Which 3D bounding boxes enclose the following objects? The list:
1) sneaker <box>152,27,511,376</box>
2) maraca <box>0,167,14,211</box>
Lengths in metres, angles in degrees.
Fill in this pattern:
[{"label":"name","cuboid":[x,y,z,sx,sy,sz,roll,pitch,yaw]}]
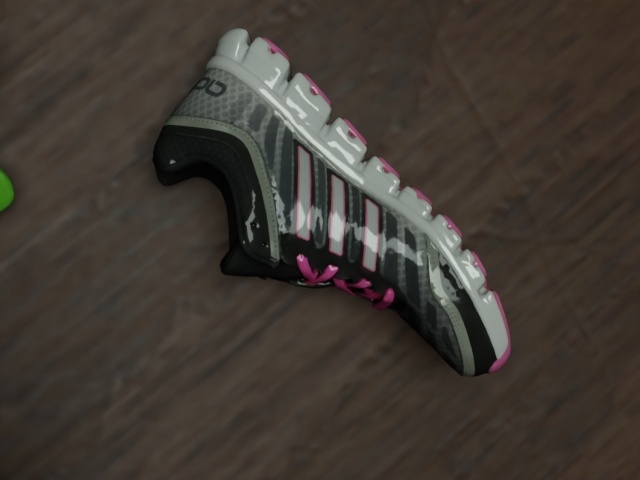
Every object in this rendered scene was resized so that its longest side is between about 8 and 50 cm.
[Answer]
[{"label":"sneaker","cuboid":[0.000,0.000,0.497,0.075,0.063,0.170,-44,90,-10]},{"label":"maraca","cuboid":[-0.183,-0.059,0.450,0.127,0.099,0.186,-18,116,-6]}]
